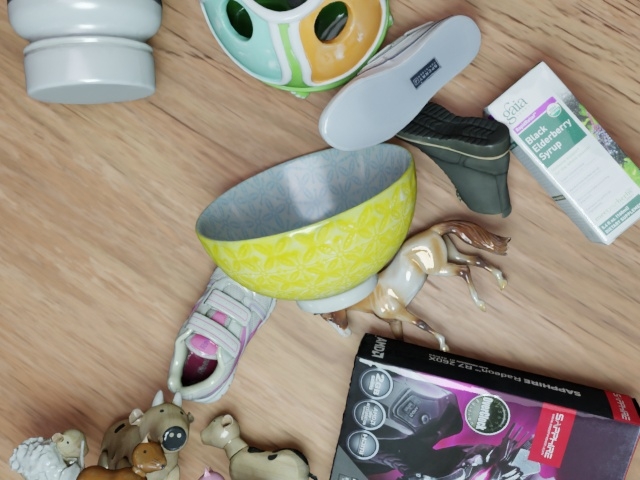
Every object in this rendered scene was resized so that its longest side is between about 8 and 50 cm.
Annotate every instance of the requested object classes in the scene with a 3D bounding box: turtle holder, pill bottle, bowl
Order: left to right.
[{"bbox_3d":[-0.322,-0.378,1.059,0.204,0.204,0.361,-4,92,8],"label":"pill bottle"},{"bbox_3d":[-0.049,-0.354,1.010,0.243,0.227,0.320,-19,90,9],"label":"turtle holder"},{"bbox_3d":[0.000,0.000,1.013,0.290,0.289,0.156,-16,111,8],"label":"bowl"}]

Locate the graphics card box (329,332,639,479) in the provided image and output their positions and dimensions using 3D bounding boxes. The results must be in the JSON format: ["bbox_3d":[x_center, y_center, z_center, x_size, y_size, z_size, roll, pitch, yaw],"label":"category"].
[{"bbox_3d":[0.209,0.280,1.043,0.371,0.094,0.232,14,108,8],"label":"graphics card box"}]

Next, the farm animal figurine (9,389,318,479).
[{"bbox_3d":[-0.202,0.295,1.058,0.327,0.330,0.172,-10,68,44],"label":"farm animal figurine"}]

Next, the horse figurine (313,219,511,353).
[{"bbox_3d":[0.140,0.062,1.079,0.174,0.066,0.263,43,103,5],"label":"horse figurine"}]

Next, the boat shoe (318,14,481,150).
[{"bbox_3d":[0.098,-0.210,1.046,0.258,0.084,0.095,-35,115,-12],"label":"boat shoe"}]

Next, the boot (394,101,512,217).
[{"bbox_3d":[0.170,-0.107,1.071,0.077,0.137,0.198,-41,46,-24],"label":"boot"}]

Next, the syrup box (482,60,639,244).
[{"bbox_3d":[0.327,-0.113,1.034,0.093,0.096,0.237,-41,88,6],"label":"syrup box"}]

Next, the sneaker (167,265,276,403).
[{"bbox_3d":[-0.138,0.124,1.097,0.103,0.111,0.252,22,94,6],"label":"sneaker"}]
